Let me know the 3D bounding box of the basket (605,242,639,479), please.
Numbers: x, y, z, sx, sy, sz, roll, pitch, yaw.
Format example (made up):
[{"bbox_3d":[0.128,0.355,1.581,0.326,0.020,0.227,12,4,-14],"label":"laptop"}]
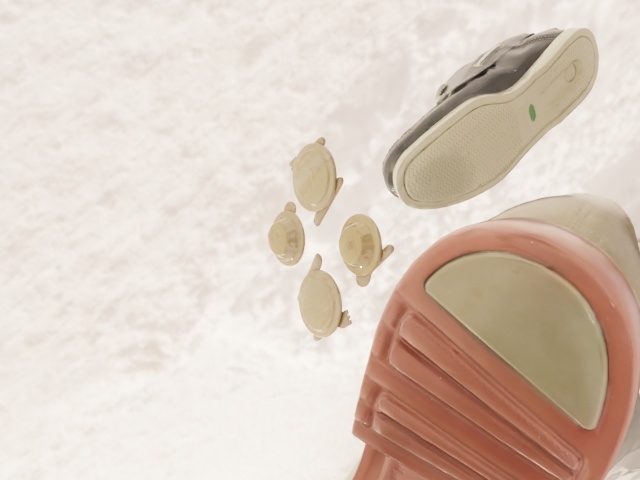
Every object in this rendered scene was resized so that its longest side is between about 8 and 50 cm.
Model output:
[{"bbox_3d":[0.226,0.094,0.649,0.103,0.167,0.113,-8,150,-26],"label":"basket"}]

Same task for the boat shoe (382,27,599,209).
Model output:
[{"bbox_3d":[0.129,-0.102,0.720,0.233,0.079,0.084,-38,130,-26],"label":"boat shoe"}]

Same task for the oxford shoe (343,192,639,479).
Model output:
[{"bbox_3d":[0.070,0.155,0.468,0.146,0.140,0.397,-28,146,-54],"label":"oxford shoe"}]

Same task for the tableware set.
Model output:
[{"bbox_3d":[0.000,0.000,0.825,0.020,0.169,0.141,-4,142,-39],"label":"tableware set"}]
